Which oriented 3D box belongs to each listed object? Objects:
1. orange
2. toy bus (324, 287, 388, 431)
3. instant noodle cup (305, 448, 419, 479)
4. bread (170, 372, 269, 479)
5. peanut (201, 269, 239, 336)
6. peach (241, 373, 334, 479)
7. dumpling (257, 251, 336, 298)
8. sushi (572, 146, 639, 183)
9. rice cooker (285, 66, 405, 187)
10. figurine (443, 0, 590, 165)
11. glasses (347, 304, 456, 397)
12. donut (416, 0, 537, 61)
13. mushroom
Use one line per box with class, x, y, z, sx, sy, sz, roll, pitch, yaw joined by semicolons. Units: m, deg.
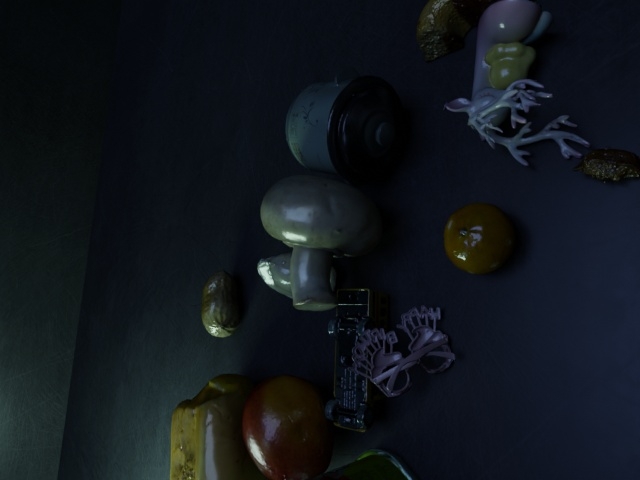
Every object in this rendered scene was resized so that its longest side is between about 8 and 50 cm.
orange;0.336;-0.006;1.079;0.156;0.124;0.156;-8;78;41
toy bus;0.098;0.290;1.252;0.121;0.123;0.336;-7;77;42
instant noodle cup;0.056;0.629;1.091;0.293;0.307;0.294;-11;75;43
bread;-0.277;0.594;1.472;0.361;0.250;0.394;-35;53;48
peanut;-0.337;0.212;1.696;0.129;0.129;0.224;-21;70;40
peach;-0.076;0.492;1.299;0.281;0.238;0.281;-12;72;41
dumpling;-0.063;0.112;1.449;0.247;0.142;0.173;9;124;23
sushi;0.541;-0.139;0.948;0.118;0.061;0.060;1;56;52
rice cooker;0.071;-0.290;1.306;0.316;0.264;0.317;27;126;46
figurine;0.396;-0.321;1.040;0.284;0.206;0.316;17;99;56
glasses;0.183;0.247;1.135;0.255;0.095;0.162;-28;66;-4
donut;0.347;-0.560;1.194;0.295;0.112;0.151;-9;79;42
mushroom;0.007;-0.034;1.258;0.315;0.315;0.356;-50;30;25
